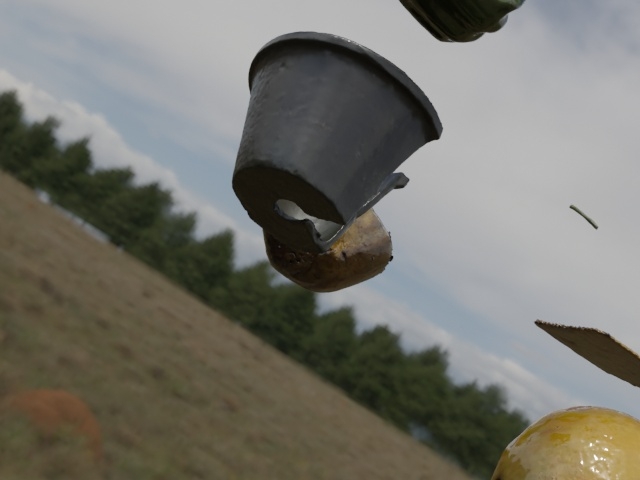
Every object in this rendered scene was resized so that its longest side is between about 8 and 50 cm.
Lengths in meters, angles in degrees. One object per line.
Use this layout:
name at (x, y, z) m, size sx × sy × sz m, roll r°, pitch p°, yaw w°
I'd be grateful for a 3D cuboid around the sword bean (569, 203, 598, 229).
sword bean at (0.523, -0.047, 2.560) m, size 0.012 × 0.012 × 0.083 m, roll 37°, pitch 7°, yaw -48°

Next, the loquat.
loquat at (0.333, 0.340, 1.552) m, size 0.275 × 0.275 × 0.275 m, roll 31°, pitch -5°, yaw 3°

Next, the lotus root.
lotus root at (0.000, 0.000, 2.707) m, size 0.272 × 0.192 × 0.272 m, roll 23°, pitch -53°, yaw 34°

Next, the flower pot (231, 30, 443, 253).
flower pot at (-0.012, -0.146, 2.213) m, size 0.379 × 0.251 × 0.379 m, roll 23°, pitch -29°, yaw 13°

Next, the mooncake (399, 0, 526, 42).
mooncake at (0.290, -0.509, 2.277) m, size 0.187 × 0.351 × 0.351 m, roll 40°, pitch -8°, yaw -23°

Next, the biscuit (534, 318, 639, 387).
biscuit at (0.512, 0.207, 2.266) m, size 0.237 × 0.013 × 0.232 m, roll 34°, pitch -11°, yaw -18°
